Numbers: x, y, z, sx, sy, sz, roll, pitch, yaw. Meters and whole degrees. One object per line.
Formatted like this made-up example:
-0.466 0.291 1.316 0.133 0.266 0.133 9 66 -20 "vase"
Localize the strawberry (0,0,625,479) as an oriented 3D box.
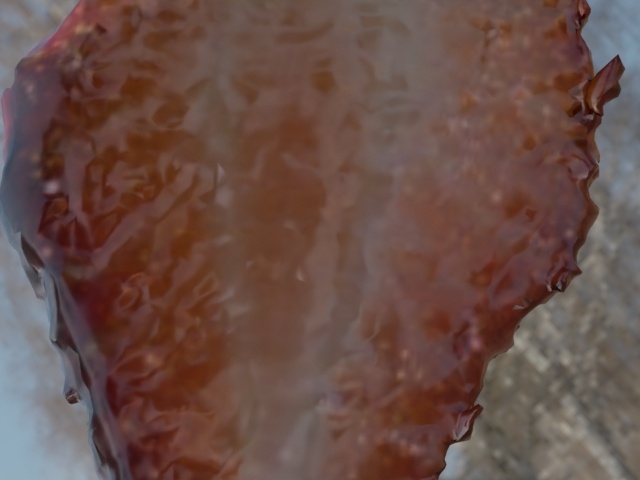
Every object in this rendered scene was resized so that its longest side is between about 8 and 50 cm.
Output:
-0.006 -0.002 0.538 0.236 0.175 0.106 -60 -19 -15 "strawberry"
